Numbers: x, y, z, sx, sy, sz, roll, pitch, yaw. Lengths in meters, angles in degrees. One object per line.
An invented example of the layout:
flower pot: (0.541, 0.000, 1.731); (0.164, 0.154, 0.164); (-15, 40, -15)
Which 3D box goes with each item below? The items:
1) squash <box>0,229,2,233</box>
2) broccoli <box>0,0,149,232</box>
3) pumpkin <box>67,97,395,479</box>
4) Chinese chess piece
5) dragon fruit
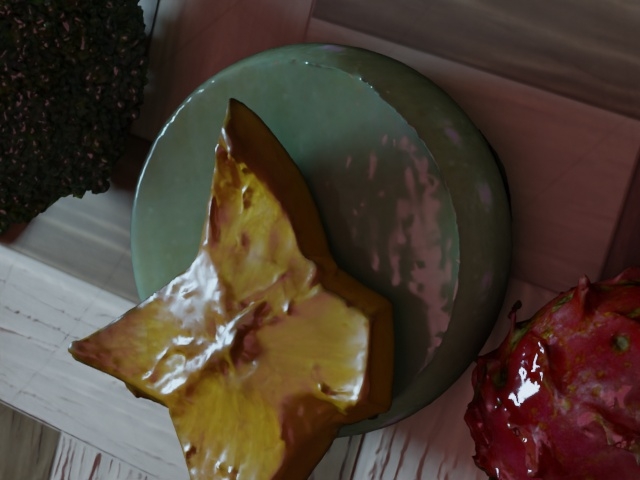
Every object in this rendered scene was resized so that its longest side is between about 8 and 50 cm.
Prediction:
squash: (-0.334, -0.034, 1.487); (0.027, 0.027, 0.089); (48, 112, 14)
broccoli: (-0.293, -0.132, 1.335); (0.260, 0.288, 0.235); (132, 121, -66)
pumpkin: (-0.062, 0.077, 1.157); (0.258, 0.095, 0.290); (46, 110, 21)
Chinese chess piece: (0.000, 0.000, 1.252); (0.349, 0.146, 0.350); (3, 97, 27)
dragon fruit: (0.246, 0.122, 1.117); (0.268, 0.210, 0.205); (-36, 103, 7)
